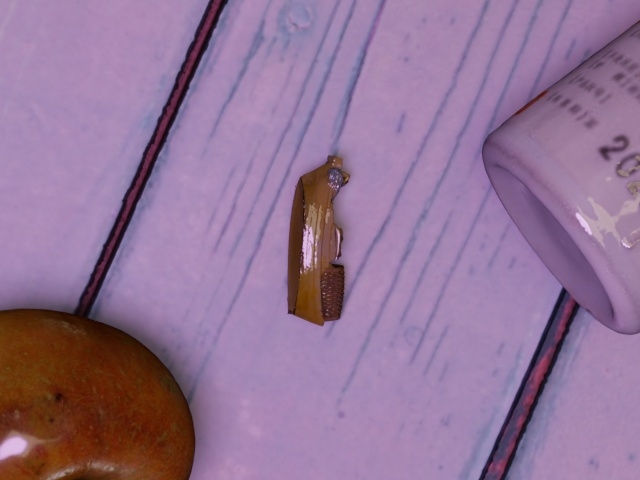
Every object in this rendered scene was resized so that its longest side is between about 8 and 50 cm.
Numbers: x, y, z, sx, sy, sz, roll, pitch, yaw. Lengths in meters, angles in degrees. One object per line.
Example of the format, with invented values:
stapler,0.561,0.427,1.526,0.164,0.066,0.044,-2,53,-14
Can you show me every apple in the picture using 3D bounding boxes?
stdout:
apple,-0.226,0.158,1.128,0.237,0.207,0.237,-10,119,-19

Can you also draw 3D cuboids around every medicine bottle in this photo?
medicine bottle,0.336,-0.108,1.150,0.371,0.211,0.211,-37,94,-3

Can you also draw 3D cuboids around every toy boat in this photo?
toy boat,0.000,0.000,1.210,0.049,0.047,0.149,3,94,-18
